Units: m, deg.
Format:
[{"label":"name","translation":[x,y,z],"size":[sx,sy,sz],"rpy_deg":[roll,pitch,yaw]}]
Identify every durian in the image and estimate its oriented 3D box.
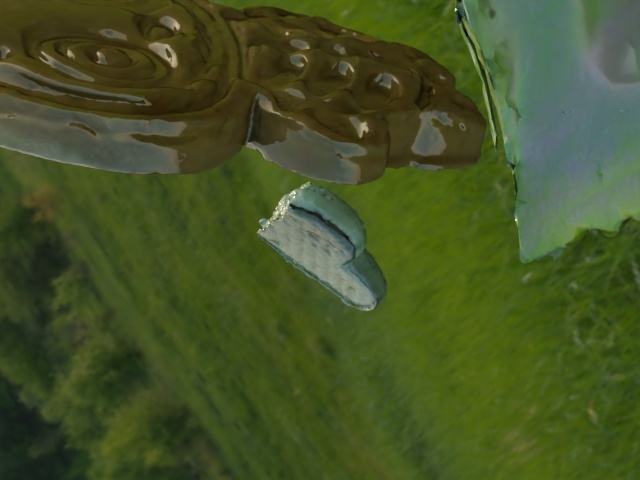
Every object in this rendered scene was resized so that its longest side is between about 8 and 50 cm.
[{"label":"durian","translation":[0.092,-0.180,0.380],"size":[0.158,0.169,0.352],"rpy_deg":[-30,72,62]}]

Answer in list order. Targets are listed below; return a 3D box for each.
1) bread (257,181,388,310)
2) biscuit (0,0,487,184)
[{"label":"bread","translation":[0.000,0.000,1.529],"size":[0.172,0.064,0.232],"rpy_deg":[17,153,34]},{"label":"biscuit","translation":[-0.059,-0.085,0.602],"size":[0.202,0.288,0.044],"rpy_deg":[-103,21,-61]}]
